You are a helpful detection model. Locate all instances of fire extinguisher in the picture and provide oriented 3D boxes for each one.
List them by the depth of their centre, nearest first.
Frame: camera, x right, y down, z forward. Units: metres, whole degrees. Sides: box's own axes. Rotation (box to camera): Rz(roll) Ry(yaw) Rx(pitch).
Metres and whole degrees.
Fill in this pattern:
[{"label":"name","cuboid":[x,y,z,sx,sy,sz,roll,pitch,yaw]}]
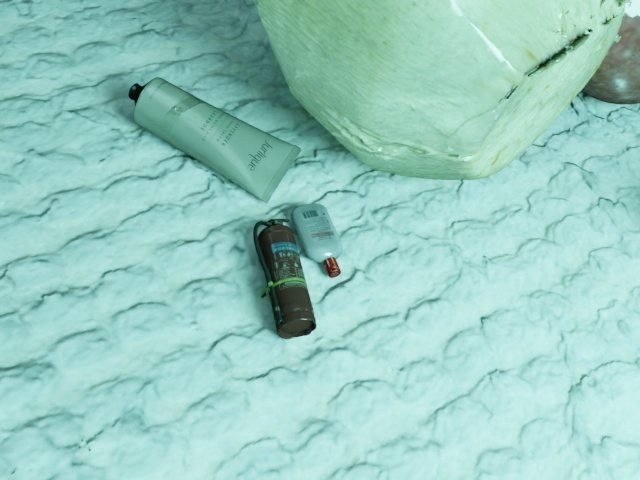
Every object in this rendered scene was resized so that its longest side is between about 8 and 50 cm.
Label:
[{"label":"fire extinguisher","cuboid":[-0.036,0.027,0.638,0.056,0.039,0.132,19,43,-41]}]

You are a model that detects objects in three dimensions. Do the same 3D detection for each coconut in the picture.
[{"label":"coconut","cuboid":[0.101,-0.254,0.705,0.346,0.346,0.360,-31,67,-32]}]

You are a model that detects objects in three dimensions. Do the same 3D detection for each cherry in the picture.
[{"label":"cherry","cuboid":[0.375,-0.303,0.863,0.307,0.221,0.261,-15,74,-57]}]

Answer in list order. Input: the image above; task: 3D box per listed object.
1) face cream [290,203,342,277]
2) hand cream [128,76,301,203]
[{"label":"face cream","cuboid":[0.000,0.000,0.679,0.040,0.021,0.083,-9,55,-22]},{"label":"hand cream","cuboid":[-0.118,-0.113,0.722,0.186,0.054,0.087,29,55,0]}]
